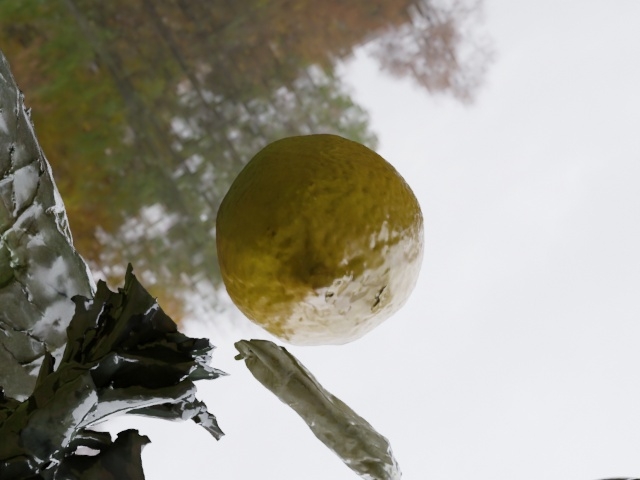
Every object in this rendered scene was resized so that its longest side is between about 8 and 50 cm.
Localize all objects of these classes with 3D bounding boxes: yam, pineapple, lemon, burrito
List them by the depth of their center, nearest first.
[{"bbox_3d":[-0.152,0.111,0.586,0.251,0.125,0.125,-36,-159,-5],"label":"pineapple"},{"bbox_3d":[-0.253,-0.018,0.981,0.154,0.254,0.154,-18,-158,8],"label":"yam"},{"bbox_3d":[0.000,0.000,1.216,0.188,0.188,0.257,-28,-170,8],"label":"lemon"},{"bbox_3d":[-0.001,0.217,1.757,0.059,0.275,0.082,-48,172,4],"label":"burrito"}]

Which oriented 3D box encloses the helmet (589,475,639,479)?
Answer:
[{"bbox_3d":[0.284,0.321,1.301,0.193,0.189,0.216,15,-152,39],"label":"helmet"}]
